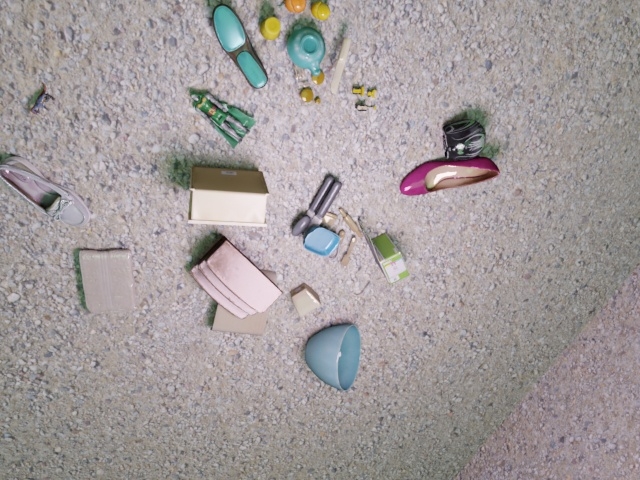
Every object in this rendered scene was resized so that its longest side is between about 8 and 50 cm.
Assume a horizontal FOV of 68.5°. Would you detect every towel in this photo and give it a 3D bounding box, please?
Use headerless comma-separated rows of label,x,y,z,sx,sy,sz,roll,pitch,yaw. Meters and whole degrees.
towel,-0.821,0.160,1.829,0.187,0.049,0.282,-1,116,-15

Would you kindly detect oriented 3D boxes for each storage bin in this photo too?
storage bin,-0.328,-0.165,1.660,0.262,0.260,0.123,2,118,-15

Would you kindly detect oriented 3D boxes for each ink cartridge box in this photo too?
ink cartridge box,0.259,0.027,1.953,0.097,0.189,0.255,-26,120,1

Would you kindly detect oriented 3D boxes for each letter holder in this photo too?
letter holder,-0.337,0.166,1.831,0.214,0.152,0.302,-46,106,-7

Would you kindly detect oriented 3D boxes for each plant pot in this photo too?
plant pot,-0.072,0.251,2.039,0.109,0.109,0.096,-32,108,4
plant pot,0.045,0.518,2.135,0.195,0.290,0.290,3,123,25

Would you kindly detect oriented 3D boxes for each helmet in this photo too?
helmet,0.564,-0.394,1.836,0.161,0.169,0.169,-9,120,10

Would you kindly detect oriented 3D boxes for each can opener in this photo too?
can opener,-0.011,-0.122,1.859,0.074,0.093,0.280,37,105,13

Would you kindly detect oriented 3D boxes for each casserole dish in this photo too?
casserole dish,0.000,0.000,1.904,0.188,0.037,0.114,24,108,-48

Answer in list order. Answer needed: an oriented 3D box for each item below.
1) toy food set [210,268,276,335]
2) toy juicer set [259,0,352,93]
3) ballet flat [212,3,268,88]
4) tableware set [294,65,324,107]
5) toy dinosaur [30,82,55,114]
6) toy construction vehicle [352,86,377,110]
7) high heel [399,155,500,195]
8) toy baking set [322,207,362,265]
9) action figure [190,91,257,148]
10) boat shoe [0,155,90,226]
toy food set,-0.328,0.259,1.994,0.219,0.092,0.306,10,106,-19
toy juicer set,-0.022,-0.677,1.578,0.329,0.089,0.209,36,91,-19
ballet flat,-0.265,-0.625,1.529,0.095,0.096,0.280,-25,122,5
tableware set,-0.033,-0.559,1.668,0.104,0.024,0.154,-20,119,-7
toy dinosaur,-0.897,-0.443,1.509,0.082,0.047,0.090,-21,87,7
toy construction vehicle,0.160,-0.521,1.733,0.098,0.035,0.086,-5,107,-15
high heel,0.511,-0.250,1.876,0.377,0.181,0.127,-24,120,-1
toy baking set,0.073,-0.015,1.978,0.196,0.030,0.256,-38,113,14
action figure,-0.353,-0.433,1.632,0.232,0.063,0.137,36,107,-24
boat shoe,-0.939,-0.152,1.601,0.118,0.103,0.320,-38,119,7
